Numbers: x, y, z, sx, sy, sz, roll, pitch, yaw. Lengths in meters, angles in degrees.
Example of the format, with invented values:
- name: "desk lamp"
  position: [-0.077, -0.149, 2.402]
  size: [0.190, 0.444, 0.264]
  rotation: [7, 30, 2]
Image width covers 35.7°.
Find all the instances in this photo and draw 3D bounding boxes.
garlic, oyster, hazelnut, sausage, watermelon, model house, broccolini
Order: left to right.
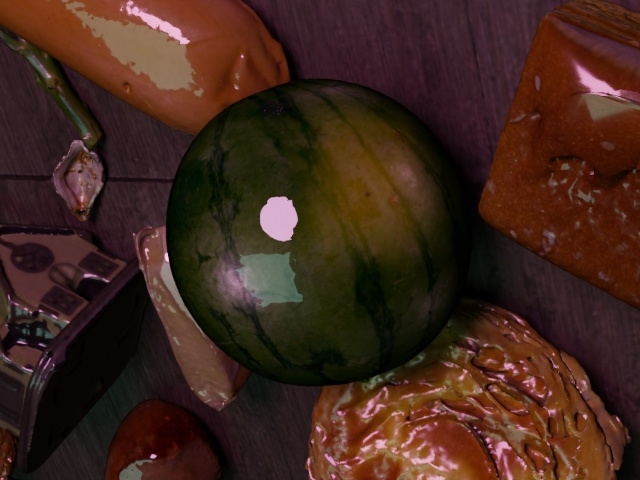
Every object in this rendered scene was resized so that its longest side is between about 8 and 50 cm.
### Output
- name: "model house"
  position: [-0.355, 0.076, 1.065]
  size: [0.278, 0.218, 0.205]
  rotation: [27, 130, 8]
- name: "broccolini"
  position: [-0.285, -0.181, 0.975]
  size: [0.216, 0.067, 0.058]
  rotation: [57, 170, -12]
- name: "oyster"
  position: [-0.255, -0.065, 1.052]
  size: [0.051, 0.034, 0.093]
  rotation: [27, 121, -5]
- name: "sausage"
  position: [-0.178, -0.200, 0.854]
  size: [0.354, 0.116, 0.134]
  rotation: [30, 100, 10]
- name: "hazelnut"
  position: [-0.188, 0.262, 1.169]
  size: [0.143, 0.143, 0.154]
  rotation: [9, 116, 29]
- name: "garlic"
  position: [-0.111, 0.061, 0.992]
  size: [0.087, 0.101, 0.195]
  rotation: [-7, 112, 32]
- name: "watermelon"
  position: [-0.002, -0.005, 0.780]
  size: [0.242, 0.242, 0.242]
  rotation: [17, 127, 23]

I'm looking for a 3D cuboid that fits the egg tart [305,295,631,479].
- name: "egg tart"
  position: [0.130, 0.198, 0.882]
  size: [0.297, 0.132, 0.297]
  rotation: [-2, 82, 12]

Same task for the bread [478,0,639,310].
- name: "bread"
  position: [0.240, -0.043, 0.685]
  size: [0.234, 0.110, 0.184]
  rotation: [26, 131, 16]

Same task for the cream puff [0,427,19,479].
- name: "cream puff"
  position: [-0.489, 0.287, 1.386]
  size: [0.165, 0.115, 0.150]
  rotation: [41, 127, 16]
